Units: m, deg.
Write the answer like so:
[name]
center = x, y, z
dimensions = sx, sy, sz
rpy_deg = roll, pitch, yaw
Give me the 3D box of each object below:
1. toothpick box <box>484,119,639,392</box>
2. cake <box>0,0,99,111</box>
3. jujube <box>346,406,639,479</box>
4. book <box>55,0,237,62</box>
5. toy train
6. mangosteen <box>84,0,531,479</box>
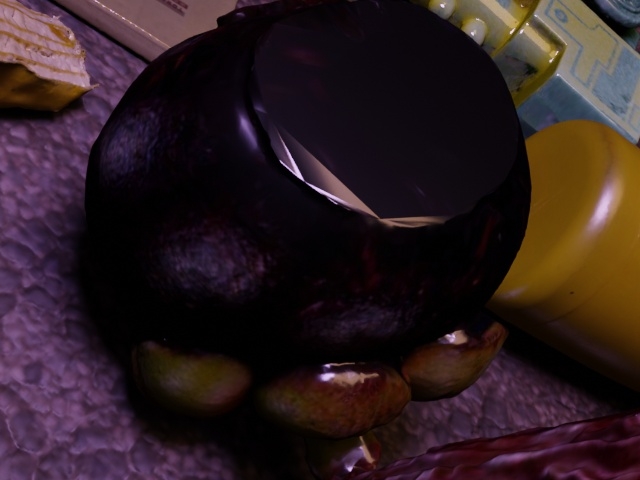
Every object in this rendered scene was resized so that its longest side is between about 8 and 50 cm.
[toothpick box]
center = 0.267, 0.035, 0.875
dimensions = 0.271, 0.175, 0.175
rpy_deg = 32, 44, -23
[cake]
center = -0.230, -0.106, 0.645
dimensions = 0.080, 0.116, 0.185
rpy_deg = 61, 10, 7
[jujube]
center = 0.089, 0.183, 0.473
dimensions = 0.216, 0.342, 0.216
rpy_deg = 25, 41, -24
[book]
center = -0.133, -0.238, 0.835
dimensions = 0.161, 0.026, 0.231
rpy_deg = 31, 44, -19
[toy train]
center = 0.171, -0.242, 1.025
dimensions = 0.369, 0.150, 0.237
rpy_deg = 39, 48, -9
[mangosteen]
center = 0.001, -0.004, 0.621
dimensions = 0.287, 0.233, 0.288
rpy_deg = 17, 53, -25
